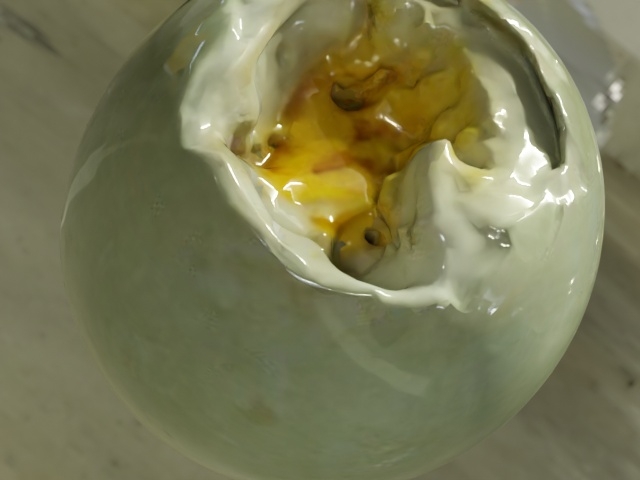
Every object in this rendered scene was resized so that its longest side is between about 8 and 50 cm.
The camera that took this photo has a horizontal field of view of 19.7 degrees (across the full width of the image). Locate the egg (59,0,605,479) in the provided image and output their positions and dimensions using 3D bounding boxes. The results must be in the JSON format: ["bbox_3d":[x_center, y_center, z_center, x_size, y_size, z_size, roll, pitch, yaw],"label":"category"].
[{"bbox_3d":[0.000,0.000,0.987,0.278,0.278,0.336,39,-24,4],"label":"egg"}]
